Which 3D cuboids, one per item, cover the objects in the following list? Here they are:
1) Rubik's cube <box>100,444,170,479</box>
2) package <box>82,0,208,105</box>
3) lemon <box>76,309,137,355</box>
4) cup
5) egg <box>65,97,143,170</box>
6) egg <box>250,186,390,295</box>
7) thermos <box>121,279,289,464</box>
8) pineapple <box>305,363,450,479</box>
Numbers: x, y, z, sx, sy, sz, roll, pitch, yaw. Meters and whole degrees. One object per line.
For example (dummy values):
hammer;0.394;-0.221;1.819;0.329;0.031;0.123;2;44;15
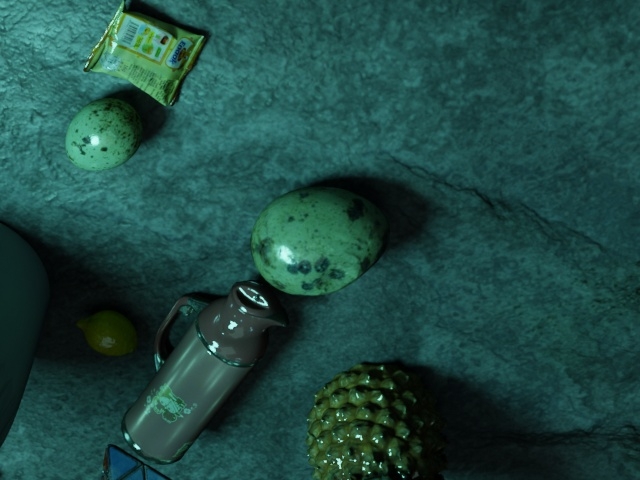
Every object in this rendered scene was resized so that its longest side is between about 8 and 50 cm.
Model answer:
Rubik's cube;-0.267;0.416;1.707;0.178;0.211;0.190;-3;103;-23
package;-0.211;-0.225;1.270;0.121;0.031;0.108;22;123;-20
lemon;-0.303;0.132;1.502;0.092;0.065;0.065;25;122;-9
cup;-0.492;0.147;1.342;0.253;0.371;0.253;-3;121;-5
egg;-0.269;-0.129;1.305;0.085;0.085;0.110;38;126;-22
egg;0.000;0.000;1.357;0.182;0.141;0.141;-12;125;-3
thermos;-0.167;0.170;1.511;0.109;0.136;0.330;10;130;-40
pineapple;0.085;0.347;1.468;0.223;0.357;0.223;-1;123;-1
